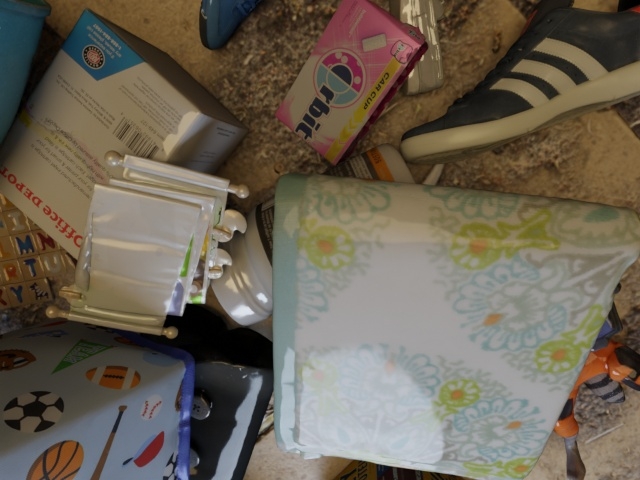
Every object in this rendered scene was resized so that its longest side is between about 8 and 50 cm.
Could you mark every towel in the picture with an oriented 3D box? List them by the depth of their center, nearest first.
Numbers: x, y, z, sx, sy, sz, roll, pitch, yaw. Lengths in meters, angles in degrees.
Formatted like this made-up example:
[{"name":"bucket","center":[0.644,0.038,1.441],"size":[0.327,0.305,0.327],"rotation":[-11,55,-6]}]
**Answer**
[{"name":"towel","center":[0.106,0.116,0.468],"size":[0.320,0.090,0.375],"rotation":[5,120,4]}]

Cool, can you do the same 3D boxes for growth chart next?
[{"name":"growth chart","center":[-0.191,0.017,0.480],"size":[0.171,0.021,0.237],"rotation":[21,109,-22]}]

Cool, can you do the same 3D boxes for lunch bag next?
[{"name":"lunch bag","center":[-0.402,0.227,0.503],"size":[0.385,0.327,0.239],"rotation":[12,100,29]}]

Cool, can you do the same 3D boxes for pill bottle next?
[{"name":"pill bottle","center":[0.000,0.000,0.563],"size":[0.278,0.162,0.162],"rotation":[-24,97,9]}]

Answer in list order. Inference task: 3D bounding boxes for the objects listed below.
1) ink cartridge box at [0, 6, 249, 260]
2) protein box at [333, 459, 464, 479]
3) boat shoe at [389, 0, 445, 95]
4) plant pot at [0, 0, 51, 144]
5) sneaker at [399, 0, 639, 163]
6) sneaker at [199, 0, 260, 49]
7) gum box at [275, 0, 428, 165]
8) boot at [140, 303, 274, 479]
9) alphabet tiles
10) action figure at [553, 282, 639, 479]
[{"name":"ink cartridge box","center":[-0.246,-0.115,0.539],"size":[0.171,0.168,0.233],"rotation":[43,102,0]},{"name":"protein box","center":[0.127,0.443,0.647],"size":[0.201,0.136,0.200],"rotation":[41,102,-3]},{"name":"boat shoe","center":[0.130,-0.287,0.548],"size":[0.063,0.066,0.184],"rotation":[-10,99,-3]},{"name":"plant pot","center":[-0.428,-0.147,0.382],"size":[0.271,0.272,0.255],"rotation":[26,109,0]},{"name":"sneaker","center":[0.253,-0.208,0.526],"size":[0.349,0.131,0.148],"rotation":[-20,91,3]},{"name":"sneaker","center":[-0.092,-0.346,0.554],"size":[0.082,0.069,0.209],"rotation":[26,102,-4]},{"name":"gum box","center":[0.039,-0.206,0.540],"size":[0.107,0.062,0.188],"rotation":[40,119,4]},{"name":"boot","center":[-0.127,0.357,0.652],"size":[0.366,0.146,0.446],"rotation":[16,101,4]},{"name":"alphabet tiles","center":[-0.501,0.010,0.691],"size":[0.237,0.009,0.198],"rotation":[-10,99,8]},{"name":"action figure","center":[0.294,0.167,0.600],"size":[0.330,0.178,0.341],"rotation":[50,128,2]}]
